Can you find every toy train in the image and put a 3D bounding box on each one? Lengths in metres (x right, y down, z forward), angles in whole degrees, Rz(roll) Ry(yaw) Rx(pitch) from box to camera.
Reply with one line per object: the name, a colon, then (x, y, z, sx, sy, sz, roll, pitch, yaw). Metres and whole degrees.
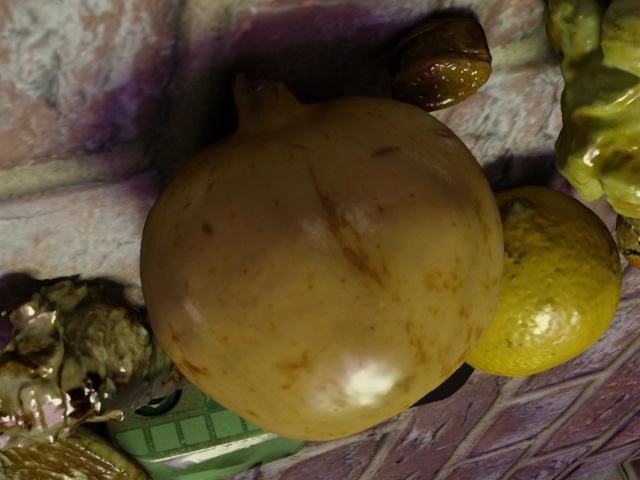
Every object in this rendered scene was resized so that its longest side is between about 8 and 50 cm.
toy train: (-0.158, 0.237, 1.597, 0.326, 0.159, 0.129, -10, 152, -20)

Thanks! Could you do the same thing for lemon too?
lemon: (0.238, 0.051, 1.440, 0.228, 0.228, 0.253, -8, 160, -26)

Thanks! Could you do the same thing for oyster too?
oyster: (-0.250, 0.148, 1.350, 0.197, 0.133, 0.337, -57, 162, 12)

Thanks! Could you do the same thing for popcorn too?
popcorn: (0.333, -0.155, 1.106, 0.226, 0.276, 0.276, 9, 172, 31)

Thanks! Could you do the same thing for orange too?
orange: (0.467, -0.028, 1.588, 0.157, 0.134, 0.156, 2, 118, 3)

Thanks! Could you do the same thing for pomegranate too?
pomegranate: (0.000, 0.000, 1.077, 0.343, 0.342, 0.342, -17, 156, -8)

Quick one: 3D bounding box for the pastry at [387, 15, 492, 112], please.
pastry: (0.110, -0.161, 1.097, 0.109, 0.057, 0.097, -3, 156, -30)

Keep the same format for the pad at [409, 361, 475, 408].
pad: (0.139, 0.136, 1.767, 0.375, 0.063, 0.315, -5, 135, -45)

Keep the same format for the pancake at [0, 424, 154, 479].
pancake: (-0.320, 0.271, 1.477, 0.197, 0.054, 0.376, -17, 134, 33)
